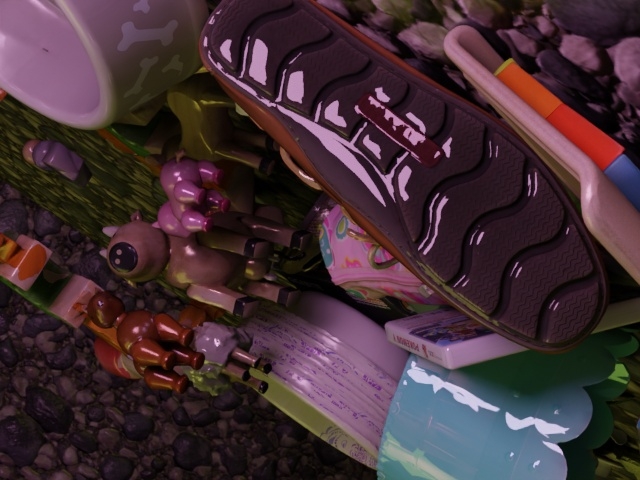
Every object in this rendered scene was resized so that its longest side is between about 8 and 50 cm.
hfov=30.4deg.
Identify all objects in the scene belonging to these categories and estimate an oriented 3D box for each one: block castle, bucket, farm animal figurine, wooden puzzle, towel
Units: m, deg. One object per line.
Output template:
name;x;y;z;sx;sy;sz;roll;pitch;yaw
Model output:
block castle;-0.290;-0.053;1.422;0.453;0.303;0.213;41;165;-31
bucket;0.191;0.183;1.198;0.183;0.281;0.281;21;164;22
farm animal figurine;-0.138;-0.008;1.274;0.172;0.330;0.327;18;176;26
wooden puzzle;0.190;-0.030;0.765;0.221;0.044;0.239;41;-165;-33
towel;0.492;0.341;1.669;0.110;0.027;0.148;40;165;-34

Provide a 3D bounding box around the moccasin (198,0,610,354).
moccasin;0.063;-0.052;0.929;0.380;0.139;0.147;35;177;11

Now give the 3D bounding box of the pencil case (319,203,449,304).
pencil case;0.099;0.006;1.126;0.124;0.124;0.284;37;168;-19

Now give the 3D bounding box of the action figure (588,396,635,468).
action figure;0.309;0.234;1.528;0.063;0.137;0.232;55;172;-13

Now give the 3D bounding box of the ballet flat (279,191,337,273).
ballet flat;0.000;0.000;1.451;0.058;0.084;0.250;33;162;1

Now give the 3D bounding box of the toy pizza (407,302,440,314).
toy pizza;0.185;0.074;1.348;0.201;0.032;0.201;22;159;9

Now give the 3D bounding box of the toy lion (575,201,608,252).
toy lion;0.254;0.004;0.968;0.100;0.034;0.096;38;173;-24

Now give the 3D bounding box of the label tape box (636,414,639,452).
label tape box;0.428;0.199;1.108;0.240;0.106;0.334;25;166;25

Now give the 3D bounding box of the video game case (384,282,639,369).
video game case;0.176;0.070;1.043;0.183;0.201;0.023;-170;68;-77

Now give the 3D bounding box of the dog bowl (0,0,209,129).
dog bowl;-0.254;-0.234;0.965;0.348;0.102;0.349;35;159;15

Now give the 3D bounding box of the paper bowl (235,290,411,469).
paper bowl;0.016;0.176;1.584;0.284;0.148;0.284;33;167;8

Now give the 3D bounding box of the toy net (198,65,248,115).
toy net;-0.111;-0.193;1.074;0.232;0.045;0.122;30;145;-3

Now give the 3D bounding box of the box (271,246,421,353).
box;0.115;0.108;1.595;0.293;0.073;0.295;38;166;-28

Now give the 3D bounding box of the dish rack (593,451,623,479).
dish rack;0.265;0.293;1.739;0.332;0.072;0.285;20;175;8
